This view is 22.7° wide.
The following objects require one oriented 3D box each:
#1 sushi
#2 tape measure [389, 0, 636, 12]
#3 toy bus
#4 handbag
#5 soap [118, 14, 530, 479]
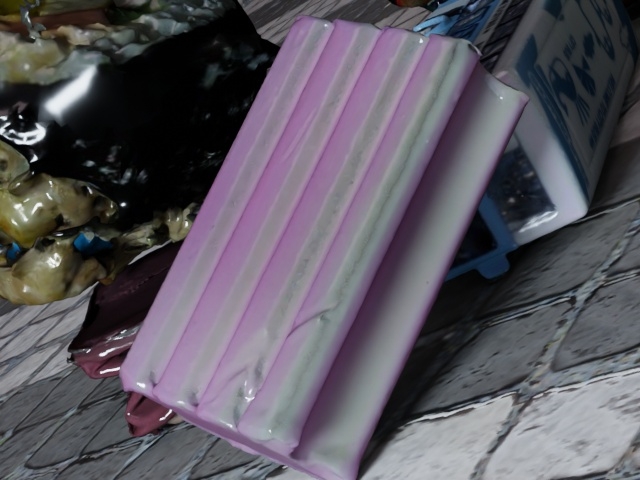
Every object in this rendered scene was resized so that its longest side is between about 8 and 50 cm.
[{"bbox_3d":[-0.147,-0.061,0.999,0.238,0.218,0.225,-10,30,-41],"label":"sushi"},{"bbox_3d":[0.174,-0.228,1.104,0.202,0.135,0.223,0,-30,-47],"label":"tape measure"},{"bbox_3d":[0.100,-0.080,0.926,0.131,0.106,0.297,-25,15,25],"label":"toy bus"},{"bbox_3d":[-0.048,0.022,1.000,0.216,0.074,0.203,-33,13,2],"label":"handbag"},{"bbox_3d":[0.000,0.000,0.734,0.122,0.065,0.203,16,77,47],"label":"soap"}]
